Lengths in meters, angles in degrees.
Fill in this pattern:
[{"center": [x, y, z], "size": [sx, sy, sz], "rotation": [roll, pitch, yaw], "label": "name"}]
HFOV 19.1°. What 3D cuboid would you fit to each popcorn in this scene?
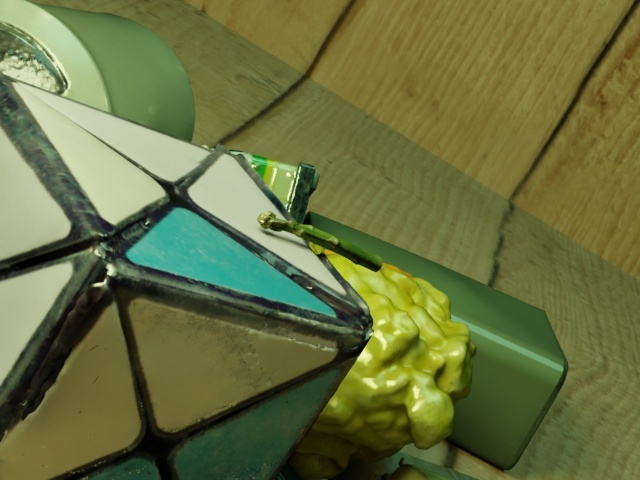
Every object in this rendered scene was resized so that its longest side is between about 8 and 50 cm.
[{"center": [0.019, 0.125, 1.841], "size": [0.250, 0.235, 0.242], "rotation": [20, 3, 3], "label": "popcorn"}]

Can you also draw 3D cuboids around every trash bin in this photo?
[{"center": [0.112, 0.109, 2.346], "size": [0.343, 0.158, 0.223], "rotation": [28, 15, -11], "label": "trash bin"}, {"center": [-0.312, -0.128, 2.067], "size": [0.280, 0.280, 0.432], "rotation": [33, 12, 7], "label": "trash bin"}]

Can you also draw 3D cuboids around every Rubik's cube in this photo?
[{"center": [-0.187, 0.078, 1.578], "size": [0.305, 0.307, 0.310], "rotation": [21, 20, -40], "label": "Rubik's cube"}]

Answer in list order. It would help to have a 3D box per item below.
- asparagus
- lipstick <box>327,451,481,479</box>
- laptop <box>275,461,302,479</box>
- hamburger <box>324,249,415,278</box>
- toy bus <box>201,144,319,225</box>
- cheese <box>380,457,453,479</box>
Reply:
[{"center": [0.000, 0.000, 1.590], "size": [0.127, 0.018, 0.015], "rotation": [23, -5, -31], "label": "asparagus"}, {"center": [0.177, 0.306, 2.000], "size": [0.371, 0.080, 0.076], "rotation": [23, 17, -28], "label": "lipstick"}, {"center": [-0.006, 0.262, 1.715], "size": [0.207, 0.026, 0.154], "rotation": [55, 7, -15], "label": "laptop"}, {"center": [-0.005, 0.105, 2.063], "size": [0.246, 0.170, 0.246], "rotation": [10, -9, 2], "label": "hamburger"}, {"center": [-0.106, -0.035, 2.292], "size": [0.165, 0.133, 0.276], "rotation": [16, -7, -10], "label": "toy bus"}, {"center": [0.140, 0.290, 1.844], "size": [0.167, 0.094, 0.123], "rotation": [24, 9, -27], "label": "cheese"}]
